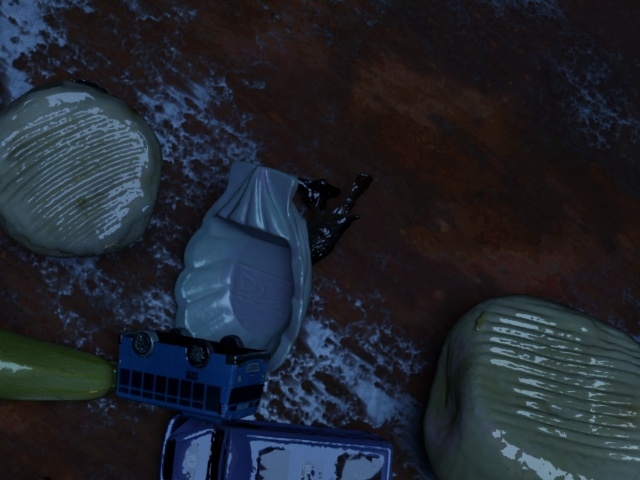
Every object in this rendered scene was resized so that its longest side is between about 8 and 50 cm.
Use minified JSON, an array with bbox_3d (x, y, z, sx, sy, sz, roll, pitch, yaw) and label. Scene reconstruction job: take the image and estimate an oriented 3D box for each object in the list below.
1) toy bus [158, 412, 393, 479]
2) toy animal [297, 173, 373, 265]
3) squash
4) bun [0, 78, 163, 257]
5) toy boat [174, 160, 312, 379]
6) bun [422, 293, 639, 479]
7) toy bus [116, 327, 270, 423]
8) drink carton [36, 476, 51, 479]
[{"bbox_3d":[-0.059,0.296,1.577,0.292,0.133,0.126,7,81,-12],"label":"toy bus"},{"bbox_3d":[-0.005,-0.008,1.668,0.105,0.070,0.202,21,84,34],"label":"toy animal"},{"bbox_3d":[-0.340,0.164,1.564,0.224,0.094,0.094,9,80,-19],"label":"squash"},{"bbox_3d":[-0.320,-0.091,1.568,0.239,0.141,0.239,0,87,-9],"label":"bun"},{"bbox_3d":[-0.085,0.045,1.595,0.199,0.100,0.290,17,103,27],"label":"toy boat"},{"bbox_3d":[0.301,0.242,1.632,0.361,0.213,0.361,8,52,-11],"label":"bun"},{"bbox_3d":[-0.162,0.169,1.543,0.184,0.090,0.106,7,92,30],"label":"toy bus"},{"bbox_3d":[-0.344,0.418,1.525,0.096,0.071,0.223,-21,88,-16],"label":"drink carton"}]
